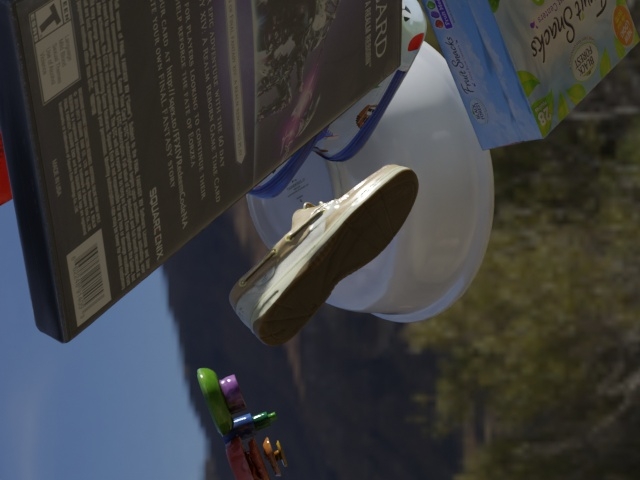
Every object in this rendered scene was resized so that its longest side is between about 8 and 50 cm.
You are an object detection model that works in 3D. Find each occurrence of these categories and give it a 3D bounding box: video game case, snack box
[{"bbox_3d":[-0.047,-0.100,0.825,0.274,0.026,0.196,-43,-34,-36],"label":"video game case"},{"bbox_3d":[0.176,-0.200,1.449,0.207,0.070,0.175,-41,-66,-45],"label":"snack box"}]

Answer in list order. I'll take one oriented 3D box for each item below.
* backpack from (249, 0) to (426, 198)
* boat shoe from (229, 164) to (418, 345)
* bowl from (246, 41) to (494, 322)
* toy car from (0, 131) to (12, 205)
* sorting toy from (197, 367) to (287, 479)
[{"bbox_3d":[-0.051,-0.176,1.515,0.263,0.213,0.276,-53,28,19],"label":"backpack"},{"bbox_3d":[0.000,0.000,1.009,0.045,0.135,0.050,37,165,36],"label":"boat shoe"},{"bbox_3d":[0.020,-0.055,1.675,0.298,0.134,0.298,17,112,49],"label":"bowl"},{"bbox_3d":[-0.139,-0.147,0.898,0.053,0.225,0.239,40,156,26],"label":"toy car"},{"bbox_3d":[-0.051,0.132,1.221,0.061,0.042,0.102,112,137,-86],"label":"sorting toy"}]
